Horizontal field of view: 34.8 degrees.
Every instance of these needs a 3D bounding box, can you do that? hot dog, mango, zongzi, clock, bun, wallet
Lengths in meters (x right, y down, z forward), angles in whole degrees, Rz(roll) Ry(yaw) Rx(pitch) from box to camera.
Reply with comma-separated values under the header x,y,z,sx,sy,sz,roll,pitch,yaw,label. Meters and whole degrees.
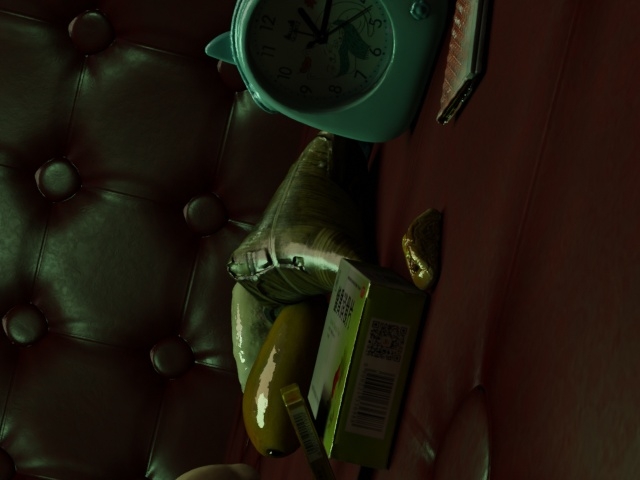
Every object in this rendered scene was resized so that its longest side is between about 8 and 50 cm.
x,y,z,sx,sy,sz,roll,pitch,yaw,label
0.095,0.006,0.975,0.030,0.034,0.090,111,171,-50,hot dog
-0.046,0.193,1.500,0.138,0.113,0.253,144,142,-75,mango
0.030,-0.038,1.424,0.288,0.134,0.286,-8,49,55,zongzi
0.005,-0.253,1.240,0.094,0.274,0.223,-86,13,-61,clock
-0.075,0.168,1.740,0.231,0.133,0.231,-10,-90,-86,bun
0.150,-0.222,1.035,0.103,0.020,0.196,117,165,-63,wallet

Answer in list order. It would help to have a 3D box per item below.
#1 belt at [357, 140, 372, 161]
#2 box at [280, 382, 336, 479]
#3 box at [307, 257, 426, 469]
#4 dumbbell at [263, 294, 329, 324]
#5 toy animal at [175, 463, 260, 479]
x,y,z,sx,sy,sz,roll,pitch,yaw,label
0.043,-0.186,1.662,0.141,0.082,0.190,-132,54,-76,belt
-0.003,0.230,1.062,0.089,0.022,0.156,-134,23,-83,box
0.043,0.119,1.084,0.260,0.062,0.175,-138,61,-84,box
-0.014,0.045,1.641,0.110,0.110,0.254,113,175,-59,dumbbell
-0.139,0.425,1.370,0.229,0.210,0.221,-42,-25,-15,toy animal
